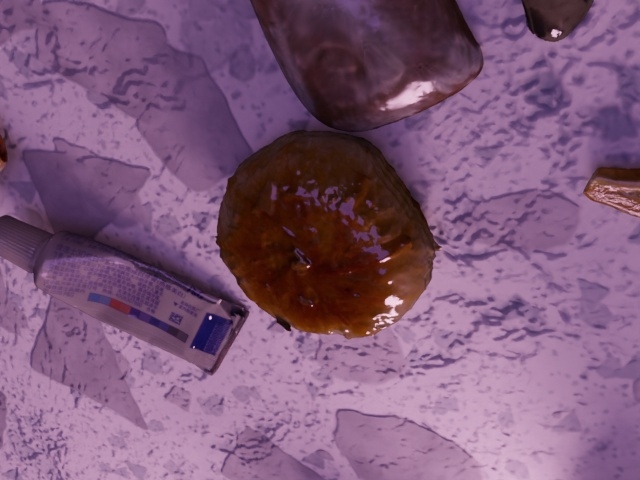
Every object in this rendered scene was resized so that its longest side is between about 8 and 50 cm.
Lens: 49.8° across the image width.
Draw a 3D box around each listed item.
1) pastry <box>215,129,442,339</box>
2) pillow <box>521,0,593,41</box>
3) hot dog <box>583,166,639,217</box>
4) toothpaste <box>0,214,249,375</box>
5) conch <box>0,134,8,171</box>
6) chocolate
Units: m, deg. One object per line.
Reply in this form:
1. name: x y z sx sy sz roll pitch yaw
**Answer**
1. pastry: 0.000 0.000 0.618 0.182 0.093 0.192 -29 106 33
2. pillow: 0.182 -0.251 0.441 0.093 0.051 0.241 26 124 -1
3. hot dog: 0.279 -0.032 0.540 0.137 0.028 0.044 18 148 12
4. toothpaste: -0.222 0.051 0.750 0.282 0.068 0.099 26 153 -7
5. conch: -0.444 -0.053 0.749 0.255 0.127 0.158 -17 81 4
6. chocolate: 0.008 -0.197 0.515 0.157 0.080 0.254 -18 110 27
